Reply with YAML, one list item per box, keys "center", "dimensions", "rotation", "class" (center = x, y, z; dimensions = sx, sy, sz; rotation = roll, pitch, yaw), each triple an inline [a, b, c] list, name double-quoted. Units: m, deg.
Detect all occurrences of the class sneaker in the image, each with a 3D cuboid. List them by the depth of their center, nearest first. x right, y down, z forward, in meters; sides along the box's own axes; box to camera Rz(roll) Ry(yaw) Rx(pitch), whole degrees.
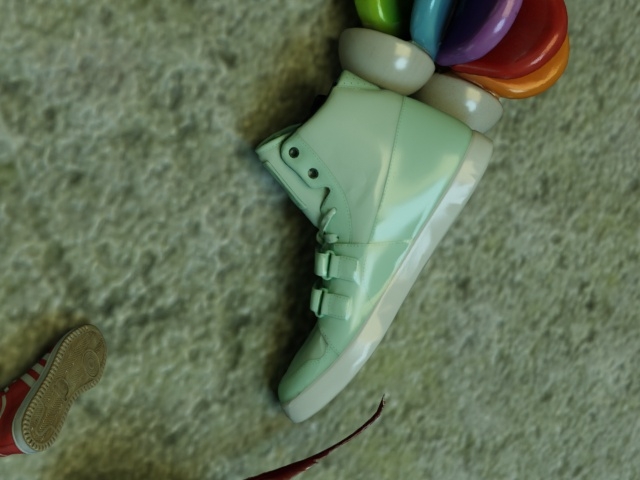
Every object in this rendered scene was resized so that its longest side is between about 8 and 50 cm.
- center: [-0.193, 0.102, 1.042]
  dimensions: [0.042, 0.067, 0.118]
  rotation: [59, 34, -22]
  class: "sneaker"
- center: [0.000, 0.000, 1.144]
  dimensions: [0.151, 0.094, 0.256]
  rotation: [30, 96, -3]
  class: "sneaker"

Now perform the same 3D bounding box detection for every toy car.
- center: [0.112, -0.168, 1.156]
  dimensions: [0.182, 0.136, 0.159]
  rotation: [27, 80, -33]
  class: "toy car"

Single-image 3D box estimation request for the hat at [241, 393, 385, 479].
- center: [-0.079, 0.207, 1.133]
  dimensions: [0.209, 0.183, 0.173]
  rotation: [13, 117, 2]
  class: "hat"
